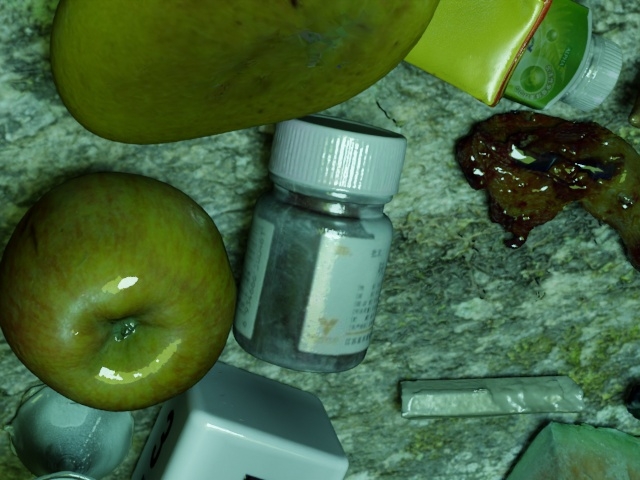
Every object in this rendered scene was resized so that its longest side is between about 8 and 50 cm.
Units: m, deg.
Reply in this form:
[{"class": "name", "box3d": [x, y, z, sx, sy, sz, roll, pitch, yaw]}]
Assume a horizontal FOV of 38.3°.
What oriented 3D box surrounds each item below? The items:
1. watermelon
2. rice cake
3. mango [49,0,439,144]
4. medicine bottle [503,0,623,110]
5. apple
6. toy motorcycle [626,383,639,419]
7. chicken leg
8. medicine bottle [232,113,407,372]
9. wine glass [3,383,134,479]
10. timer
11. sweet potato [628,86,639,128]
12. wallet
[{"class": "watermelon", "box3d": [0.367, 0.413, 1.228, 0.264, 0.302, 0.151, 21, 137, -17]}, {"class": "rice cake", "box3d": [0.222, 0.208, 1.210, 0.256, 0.057, 0.052, 0, 106, -11]}, {"class": "mango", "box3d": [-0.087, -0.227, 0.913, 0.445, 0.220, 0.301, -23, 149, 33]}, {"class": "medicine bottle", "box3d": [0.252, -0.227, 1.086, 0.188, 0.088, 0.132, 19, 101, -15]}, {"class": "apple", "box3d": [-0.216, 0.058, 0.986, 0.264, 0.264, 0.264, -3, 105, -11]}, {"class": "toy motorcycle", "box3d": [0.613, 0.289, 1.223, 0.410, 0.237, 0.169, 28, 70, -16]}, {"class": "chicken leg", "box3d": [0.316, -0.059, 1.155, 0.322, 0.083, 0.177, 10, 111, -12]}, {"class": "medicine bottle", "box3d": [0.000, 0.000, 1.055, 0.165, 0.165, 0.273, 10, 102, -14]}, {"class": "wine glass", "box3d": [-0.283, 0.262, 1.030, 0.156, 0.232, 0.156, -3, 104, -11]}, {"class": "timer", "box3d": [-0.103, 0.276, 1.090, 0.194, 0.192, 0.195, 23, 99, -16]}, {"class": "sweet potato", "box3d": [0.475, -0.261, 1.122, 0.355, 0.095, 0.106, -54, 153, -5]}, {"class": "wallet", "box3d": [0.120, -0.261, 1.014, 0.241, 0.067, 0.141, 31, 102, 13]}]
